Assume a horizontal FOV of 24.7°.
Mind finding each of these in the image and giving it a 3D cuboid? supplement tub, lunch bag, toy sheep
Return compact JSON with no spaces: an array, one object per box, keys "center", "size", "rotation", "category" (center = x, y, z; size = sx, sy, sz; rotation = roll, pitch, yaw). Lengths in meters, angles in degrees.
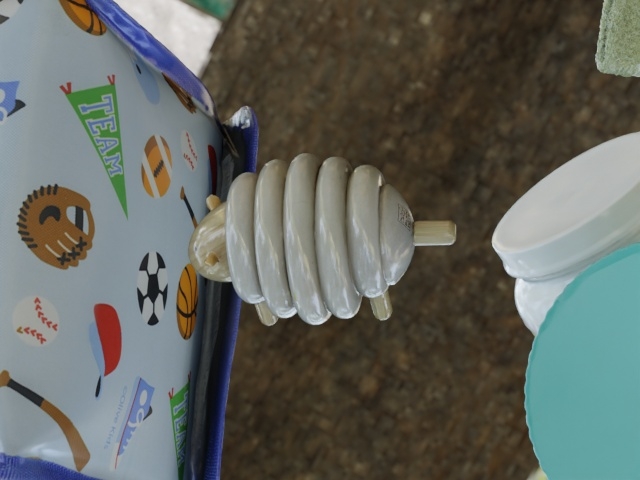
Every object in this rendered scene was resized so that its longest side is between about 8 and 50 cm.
[{"center":[0.343,0.077,1.474],"size":[0.325,0.235,0.235],"rotation":[54,-174,-14],"category":"supplement tub"},{"center":[-0.174,0.034,1.008],"size":[0.238,0.328,0.385],"rotation":[-1,163,18],"category":"lunch bag"},{"center":[0.000,0.000,0.704],"size":[0.132,0.091,0.091],"rotation":[-7,-171,8],"category":"toy sheep"}]

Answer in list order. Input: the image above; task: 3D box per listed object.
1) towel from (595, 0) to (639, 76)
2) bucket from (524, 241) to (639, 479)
[{"center":[0.307,-0.223,1.363],"size":[0.110,0.148,0.027],"rotation":[6,-173,-36],"category":"towel"},{"center":[0.303,0.122,1.135],"size":[0.281,0.281,0.183],"rotation":[33,-167,27],"category":"bucket"}]
